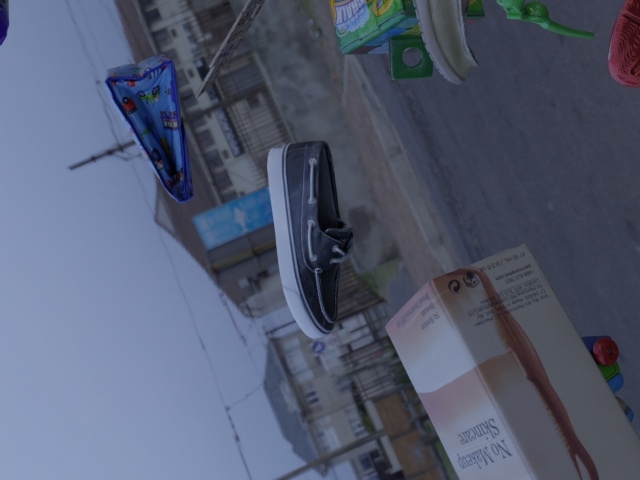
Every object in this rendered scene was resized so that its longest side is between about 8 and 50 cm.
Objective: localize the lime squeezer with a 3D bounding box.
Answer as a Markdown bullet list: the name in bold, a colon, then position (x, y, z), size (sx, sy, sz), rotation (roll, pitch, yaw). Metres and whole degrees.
- **lime squeezer**: position (0.328, -0.388, 1.172), size (0.058, 0.110, 0.310), rotation (0, 147, 49)

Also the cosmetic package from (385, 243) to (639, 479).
- **cosmetic package**: position (0.200, 0.175, 0.750), size (0.296, 0.129, 0.153), rotation (63, 156, 19)

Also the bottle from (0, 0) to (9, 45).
- **bottle**: position (-0.512, -0.326, 1.073), size (0.118, 0.092, 0.283), rotation (26, -155, -36)

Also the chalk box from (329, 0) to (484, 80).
- **chalk box**: position (0.132, -0.409, 1.212), size (0.179, 0.180, 0.289), rotation (-15, 87, 56)

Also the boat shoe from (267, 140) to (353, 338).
- **boat shoe**: position (0.000, 0.000, 1.118), size (0.108, 0.102, 0.301), rotation (-21, -76, -65)

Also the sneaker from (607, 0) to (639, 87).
- **sneaker**: position (0.338, -0.236, 0.743), size (0.087, 0.221, 0.128), rotation (32, 176, 2)

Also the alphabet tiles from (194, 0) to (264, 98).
- **alphabet tiles**: position (-0.166, -0.381, 1.423), size (0.009, 0.237, 0.198), rotation (33, -156, -8)

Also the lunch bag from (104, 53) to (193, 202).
- **lunch bag**: position (-0.324, -0.212, 1.509), size (0.221, 0.138, 0.293), rotation (-130, 23, -67)

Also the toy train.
- **toy train**: position (0.353, 0.252, 1.100), size (0.143, 0.248, 0.105), rotation (64, 155, -3)

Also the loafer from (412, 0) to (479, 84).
- **loafer**: position (0.140, -0.302, 0.834), size (0.102, 0.092, 0.269), rotation (-87, -23, -55)
